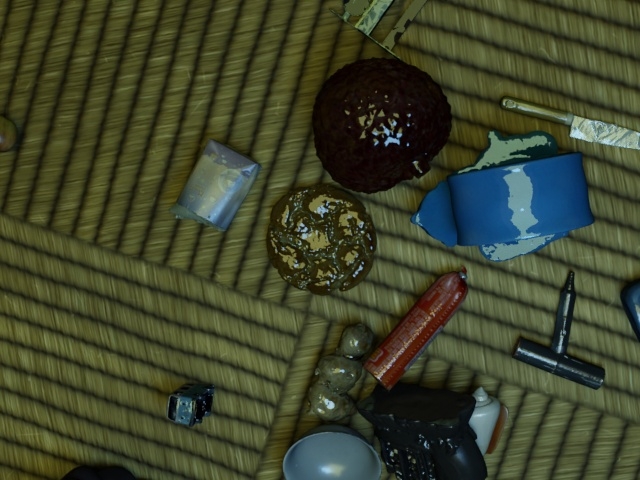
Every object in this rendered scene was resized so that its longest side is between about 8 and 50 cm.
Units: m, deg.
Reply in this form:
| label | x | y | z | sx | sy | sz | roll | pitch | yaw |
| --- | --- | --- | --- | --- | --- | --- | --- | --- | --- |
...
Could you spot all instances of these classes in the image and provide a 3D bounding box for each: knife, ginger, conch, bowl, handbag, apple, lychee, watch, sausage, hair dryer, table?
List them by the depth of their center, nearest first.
| label | x | y | z | sx | sy | sz | roll | pitch | yaw |
| --- | --- | --- | --- | --- | --- | --- | --- | --- | --- |
| watch | 0.311 | -0.074 | 1.637 | 0.305 | 0.274 | 0.241 | -13 | 93 | 2 |
| lychee | 0.104 | -0.210 | 1.666 | 0.261 | 0.260 | 0.260 | 1 | 95 | 7 |
| knife | 0.477 | -0.214 | 1.736 | 0.298 | 0.017 | 0.047 | 14 | 98 | 2 |
| table | 0.125 | -0.444 | 1.737 | 0.175 | 0.062 | 0.146 | 36 | 98 | 0 |
| sausage | 0.191 | 0.158 | 1.754 | 0.074 | 0.074 | 0.274 | 41 | 86 | 2 |
| hair dryer | 0.477 | 0.164 | 1.754 | 0.173 | 0.050 | 0.194 | 22 | 93 | 2 |
| conch | 0.305 | 0.360 | 1.764 | 0.094 | 0.104 | 0.176 | -7 | 97 | 29 |
| bowl | 0.025 | 0.409 | 1.790 | 0.189 | 0.086 | 0.189 | 1 | 123 | 2 |
| handbag | -0.202 | -0.098 | 1.792 | 0.117 | 0.095 | 0.173 | 30 | 89 | 9 |
| ginger | 0.041 | 0.252 | 1.793 | 0.104 | 0.080 | 0.204 | 17 | 97 | -8 |
| apple | -0.639 | -0.214 | 1.835 | 0.084 | 0.084 | 0.071 | 19 | 87 | 5 |

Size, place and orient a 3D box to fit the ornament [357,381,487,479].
| label | x | y | z | sx | sy | sz | roll | pitch | yaw |
| --- | --- | --- | --- | --- | --- | --- | --- | --- | --- |
| ornament | 0.200 | 0.410 | 1.744 | 0.251 | 0.106 | 0.260 | 7 | 117 | 39 |

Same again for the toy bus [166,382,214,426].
| label | x | y | z | sx | sy | sz | roll | pitch | yaw |
| --- | --- | --- | --- | --- | --- | --- | --- | --- | --- |
| toy bus | -0.256 | 0.317 | 1.811 | 0.075 | 0.123 | 0.060 | 9 | 95 | 10 |

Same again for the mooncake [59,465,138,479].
| label | x | y | z | sx | sy | sz | roll | pitch | yaw |
| --- | --- | --- | --- | --- | --- | --- | --- | --- | --- |
| mooncake | -0.395 | 0.546 | 1.762 | 0.306 | 0.306 | 0.154 | 23 | 94 | 4 |

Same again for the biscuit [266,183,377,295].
| label | x | y | z | sx | sy | sz | roll | pitch | yaw |
| --- | --- | --- | --- | --- | --- | --- | --- | --- | --- |
| biscuit | 0.000 | 0.000 | 1.796 | 0.226 | 0.042 | 0.225 | 1 | 95 | 6 |

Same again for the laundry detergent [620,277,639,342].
| label | x | y | z | sx | sy | sz | roll | pitch | yaw |
| --- | --- | --- | --- | --- | --- | --- | --- | --- | --- |
| laundry detergent | 0.705 | 0.095 | 1.694 | 0.290 | 0.094 | 0.143 | -25 | 87 | 8 |
